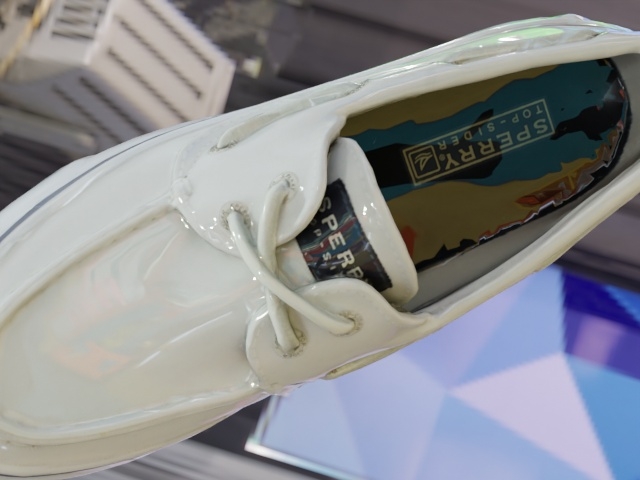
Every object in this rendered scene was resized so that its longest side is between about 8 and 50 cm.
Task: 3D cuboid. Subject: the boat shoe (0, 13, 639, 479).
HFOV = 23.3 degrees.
[{"bbox_3d":[0.000,0.000,0.483,0.096,0.268,0.088,71,163,-7],"label":"boat shoe"}]
